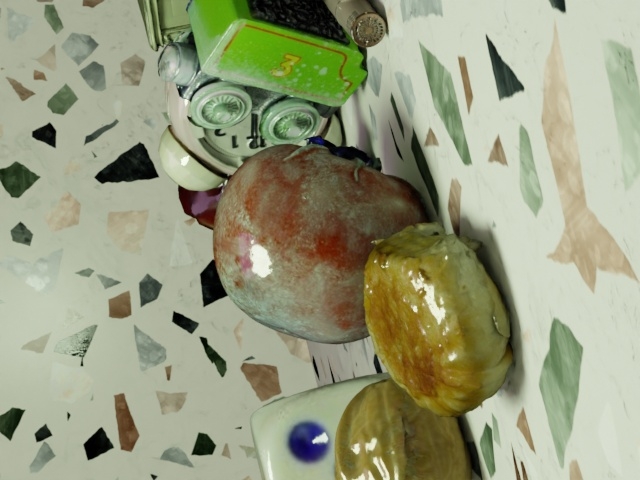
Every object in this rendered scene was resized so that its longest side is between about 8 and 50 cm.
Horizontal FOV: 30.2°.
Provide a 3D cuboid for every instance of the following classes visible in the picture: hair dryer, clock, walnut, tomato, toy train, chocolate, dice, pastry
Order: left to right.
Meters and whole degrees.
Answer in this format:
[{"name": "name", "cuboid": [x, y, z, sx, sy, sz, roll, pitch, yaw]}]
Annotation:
[{"name": "clock", "cuboid": [-0.130, -0.256, 2.135, 0.184, 0.342, 0.326, -115, 20, -61]}, {"name": "toy train", "cuboid": [-0.085, -0.291, 1.865, 0.249, 0.307, 0.173, -49, 44, 37]}, {"name": "tomato", "cuboid": [0.000, 0.000, 1.691, 0.316, 0.316, 0.282, 142, 146, -82]}, {"name": "chocolate", "cuboid": [0.032, -0.106, 2.064, 0.148, 0.126, 0.343, 35, 162, 6]}, {"name": "hair dryer", "cuboid": [0.034, -0.408, 1.682, 0.195, 0.053, 0.220, -116, 15, -60]}, {"name": "dice", "cuboid": [0.053, 0.418, 2.101, 0.277, 0.304, 0.304, 98, 157, -73]}, {"name": "walnut", "cuboid": [0.122, 0.333, 1.808, 0.225, 0.225, 0.261, 90, 169, -62]}, {"name": "pastry", "cuboid": [0.150, 0.098, 1.477, 0.257, 0.121, 0.236, 7, 117, 64]}]

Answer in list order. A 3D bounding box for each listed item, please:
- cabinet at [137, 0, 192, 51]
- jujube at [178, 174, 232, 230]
[{"name": "cabinet", "cuboid": [-0.160, -0.509, 1.930, 0.227, 0.318, 0.290, 92, 162, -59]}, {"name": "jujube", "cuboid": [-0.151, -0.173, 2.396, 0.258, 0.258, 0.377, -116, 41, -58]}]
